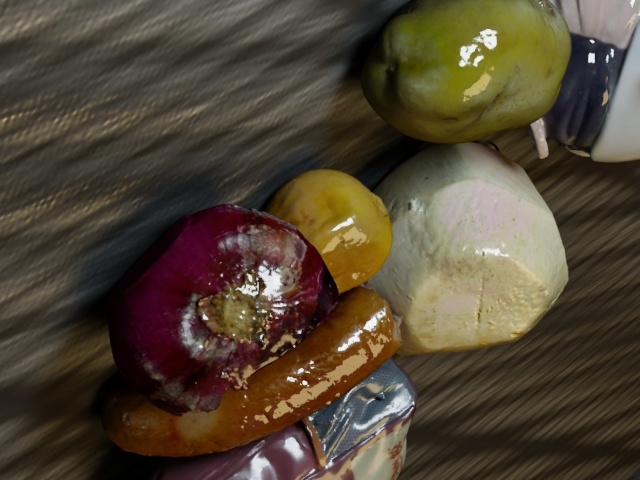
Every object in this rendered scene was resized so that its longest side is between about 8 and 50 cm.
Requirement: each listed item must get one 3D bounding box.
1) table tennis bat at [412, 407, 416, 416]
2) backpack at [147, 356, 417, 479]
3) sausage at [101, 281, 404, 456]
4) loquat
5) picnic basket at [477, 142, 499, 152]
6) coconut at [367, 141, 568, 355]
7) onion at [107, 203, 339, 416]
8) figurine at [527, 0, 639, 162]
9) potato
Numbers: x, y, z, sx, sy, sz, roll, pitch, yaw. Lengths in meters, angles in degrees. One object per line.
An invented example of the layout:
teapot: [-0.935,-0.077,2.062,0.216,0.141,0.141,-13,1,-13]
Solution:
table tennis bat: [0.120,0.254,2.167,0.107,0.119,0.170,-38,155,-26]
backpack: [-0.062,0.244,1.746,0.317,0.197,0.283,-35,154,-20]
sausage: [-0.054,0.129,1.608,0.302,0.103,0.076,-24,149,-11]
loquat: [0.000,0.000,1.604,0.137,0.113,0.137,-34,163,-12]
picnic basket: [0.176,-0.069,1.876,0.065,0.083,0.083,-57,-161,13]
coconut: [0.131,0.012,1.758,0.197,0.237,0.237,30,101,-25]
onion: [-0.100,0.054,1.496,0.195,0.140,0.218,-44,-168,-13]
figurine: [0.335,-0.206,1.769,0.361,0.211,0.253,-4,98,-58]
potato: [0.134,-0.159,1.561,0.200,0.137,0.155,-4,115,-43]
